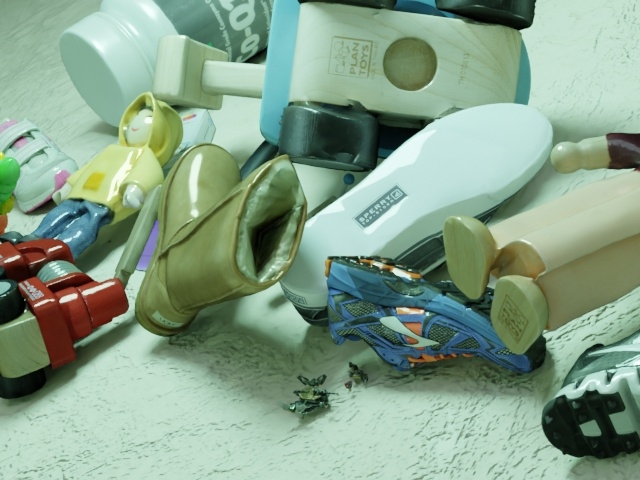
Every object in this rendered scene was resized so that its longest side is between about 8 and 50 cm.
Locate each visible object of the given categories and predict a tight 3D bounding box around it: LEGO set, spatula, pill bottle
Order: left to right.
[{"bbox_3d":[-0.215,-0.339,2.062,0.361,0.204,0.204,-37,28,-25],"label":"pill bottle"},{"bbox_3d":[-0.128,-0.059,1.636,0.084,0.030,0.296,0,34,45],"label":"spatula"},{"bbox_3d":[0.003,0.136,1.155,0.083,0.023,0.054,-12,27,-4],"label":"LEGO set"}]

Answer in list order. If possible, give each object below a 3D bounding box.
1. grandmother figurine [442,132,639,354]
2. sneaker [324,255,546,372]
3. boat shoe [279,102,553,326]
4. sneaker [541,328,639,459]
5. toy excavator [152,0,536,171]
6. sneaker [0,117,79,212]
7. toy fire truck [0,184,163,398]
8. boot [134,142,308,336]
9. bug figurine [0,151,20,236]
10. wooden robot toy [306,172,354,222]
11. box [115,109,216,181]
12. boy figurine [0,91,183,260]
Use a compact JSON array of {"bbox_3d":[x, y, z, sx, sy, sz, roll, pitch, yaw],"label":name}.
[{"bbox_3d":[0.280,-0.023,1.077,0.342,0.104,0.208,-26,68,-22],"label":"grandmother figurine"},{"bbox_3d":[0.096,0.076,1.131,0.221,0.087,0.083,18,14,38],"label":"sneaker"},{"bbox_3d":[0.098,-0.019,1.269,0.301,0.102,0.108,-37,56,-7],"label":"boat shoe"},{"bbox_3d":[0.275,0.091,0.926,0.234,0.078,0.106,-11,30,30],"label":"sneaker"},{"bbox_3d":[0.009,-0.184,1.519,0.433,0.222,0.445,7,-1,-2],"label":"toy excavator"},{"bbox_3d":[-0.437,-0.119,1.934,0.103,0.111,0.252,-36,28,-24],"label":"sneaker"},{"bbox_3d":[-0.283,0.038,1.472,0.246,0.158,0.217,-21,22,-21],"label":"toy fire truck"},{"bbox_3d":[-0.086,-0.028,1.300,0.269,0.089,0.236,-32,43,59],"label":"boot"},{"bbox_3d":[-0.442,0.007,1.640,0.216,0.072,0.279,-61,5,35],"label":"bug figurine"},{"bbox_3d":[0.000,0.000,1.396,0.173,0.076,0.079,-35,-8,-21],"label":"wooden robot toy"},{"bbox_3d":[-0.231,-0.112,1.824,0.145,0.038,0.186,-17,27,13],"label":"box"},{"bbox_3d":[-0.269,-0.071,1.667,0.177,0.092,0.285,11,56,51],"label":"boy figurine"}]
